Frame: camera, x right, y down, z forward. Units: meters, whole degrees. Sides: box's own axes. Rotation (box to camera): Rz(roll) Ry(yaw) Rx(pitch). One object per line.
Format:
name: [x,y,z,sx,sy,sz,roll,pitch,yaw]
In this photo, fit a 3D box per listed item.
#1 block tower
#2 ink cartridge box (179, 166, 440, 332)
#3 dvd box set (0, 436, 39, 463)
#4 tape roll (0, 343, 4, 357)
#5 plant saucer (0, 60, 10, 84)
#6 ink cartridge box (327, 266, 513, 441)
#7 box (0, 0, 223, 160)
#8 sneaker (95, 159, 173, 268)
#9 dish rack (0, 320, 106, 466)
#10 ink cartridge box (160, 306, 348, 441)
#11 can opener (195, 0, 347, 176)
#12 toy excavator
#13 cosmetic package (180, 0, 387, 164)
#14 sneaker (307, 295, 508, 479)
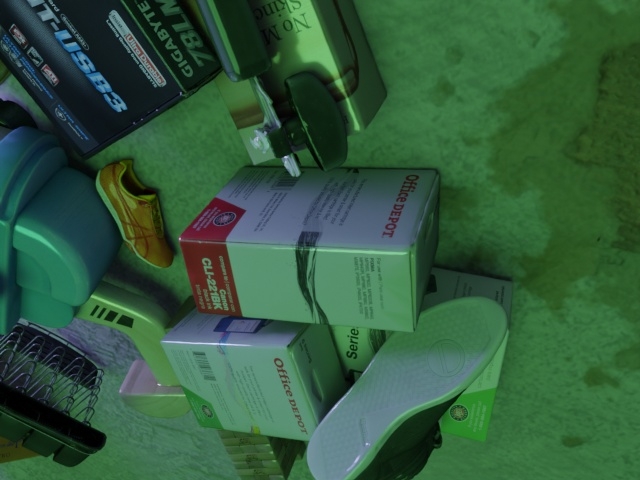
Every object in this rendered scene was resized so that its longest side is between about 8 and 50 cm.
block tower: [-0.129,0.248,1.062,0.090,0.097,0.336,-10,117,24]
ink cartridge box: [0.000,0.000,0.807,0.272,0.197,0.114,2,122,18]
dvd box set: [-0.713,0.364,1.168,0.307,0.420,0.062,-4,80,22]
tape roll: [-0.726,0.187,1.185,0.245,0.169,0.246,9,122,15]
plant saucer: [-0.508,-0.257,0.863,0.198,0.198,0.036,-45,60,34]
ink cartridge box: [0.107,0.138,0.901,0.272,0.115,0.199,10,122,14]
box: [-0.284,-0.254,0.733,0.293,0.073,0.296,-10,121,50]
sneaker: [-0.259,-0.034,0.959,0.067,0.064,0.175,-19,115,17]
dish rack: [-0.437,0.222,1.051,0.208,0.272,0.074,38,104,-24]
ink cartridge box: [-0.084,0.173,0.875,0.212,0.093,0.155,-2,117,34]
can opener: [-0.063,-0.190,0.648,0.093,0.074,0.281,-28,113,-5]
toy excavator: [-0.365,0.064,0.982,0.444,0.222,0.433,19,126,-3]
cosmetic package: [-0.054,-0.253,0.717,0.153,0.129,0.296,-15,114,25]
sneaker: [0.124,0.189,0.806,0.296,0.105,0.147,-47,143,9]
